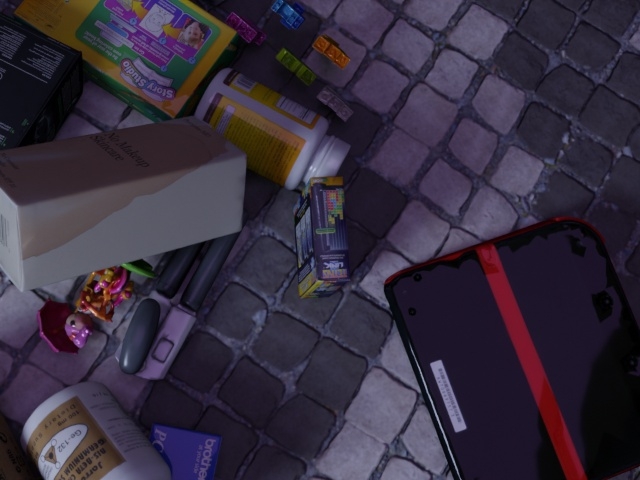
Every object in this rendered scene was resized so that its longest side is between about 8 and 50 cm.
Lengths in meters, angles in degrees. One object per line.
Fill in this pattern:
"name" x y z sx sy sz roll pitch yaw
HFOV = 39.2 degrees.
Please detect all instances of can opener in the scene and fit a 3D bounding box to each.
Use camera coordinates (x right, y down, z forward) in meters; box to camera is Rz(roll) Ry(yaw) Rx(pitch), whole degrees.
"can opener" -0.190 0.062 1.243 0.076 0.095 0.283 28 76 -2

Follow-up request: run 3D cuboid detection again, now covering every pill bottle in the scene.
"pill bottle" -0.069 -0.150 1.291 0.215 0.117 0.117 28 76 -1
"pill bottle" -0.264 0.298 1.129 0.131 0.131 0.229 -40 63 -13

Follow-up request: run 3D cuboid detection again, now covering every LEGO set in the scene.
"LEGO set" -0.020 -0.287 1.348 0.227 0.093 0.087 40 105 -6

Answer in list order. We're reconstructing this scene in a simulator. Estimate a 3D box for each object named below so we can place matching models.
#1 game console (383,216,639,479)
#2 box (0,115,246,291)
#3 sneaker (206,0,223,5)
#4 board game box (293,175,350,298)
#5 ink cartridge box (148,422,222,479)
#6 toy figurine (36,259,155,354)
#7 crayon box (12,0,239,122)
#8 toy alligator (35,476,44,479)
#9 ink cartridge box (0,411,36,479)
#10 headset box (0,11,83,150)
"game console" 0.310 0.180 1.315 0.342 0.060 0.386 -19 81 -6
"box" -0.260 -0.056 1.139 0.311 0.121 0.148 -18 39 -37
"sneaker" -0.212 -0.524 1.343 0.315 0.127 0.182 45 79 4
"board game box" 0.000 0.000 1.243 0.048 0.170 0.141 -4 80 -10
"ink cartridge box" -0.201 0.356 1.207 0.097 0.046 0.207 12 77 -6
"toy figurine" -0.309 0.083 1.205 0.130 0.173 0.159 29 88 -40
"crayon box" -0.279 -0.300 1.311 0.278 0.081 0.165 34 77 0
"toy alligator" -0.383 0.334 1.181 0.190 0.056 0.051 24 77 -2
"ink cartridge box" -0.482 0.294 1.130 0.193 0.088 0.234 -31 84 8
"headset box" -0.496 -0.171 1.204 0.246 0.131 0.283 25 66 -3
